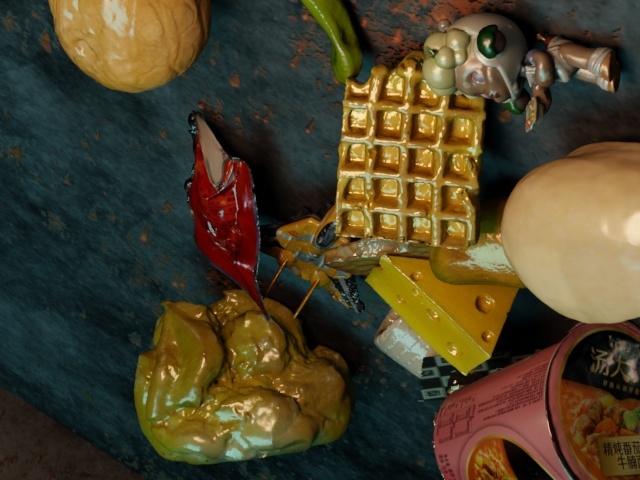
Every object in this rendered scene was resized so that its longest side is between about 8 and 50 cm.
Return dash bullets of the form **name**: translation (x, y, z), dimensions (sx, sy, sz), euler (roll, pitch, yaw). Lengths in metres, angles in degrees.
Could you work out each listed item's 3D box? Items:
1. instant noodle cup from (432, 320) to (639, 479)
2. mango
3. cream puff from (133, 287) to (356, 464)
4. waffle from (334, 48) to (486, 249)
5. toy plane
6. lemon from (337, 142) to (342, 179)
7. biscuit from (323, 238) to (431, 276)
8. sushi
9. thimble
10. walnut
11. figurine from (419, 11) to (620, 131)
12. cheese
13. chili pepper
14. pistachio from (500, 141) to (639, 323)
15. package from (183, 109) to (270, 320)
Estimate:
- **instant noodle cup**: translation (0.279, 0.233, 2.075), dimensions (0.244, 0.244, 0.255), euler (42, 144, -18)
- **mango**: translation (0.204, 0.002, 1.936), dimensions (0.165, 0.089, 0.115), euler (3, 123, 21)
- **cream puff**: translation (-0.118, 0.195, 2.557), dimensions (0.324, 0.257, 0.291), euler (-8, -174, 5)
- **waffle**: translation (0.101, -0.101, 1.834), dimensions (0.160, 0.055, 0.211), euler (7, 109, 9)
- **toy plane**: translation (0.006, -0.009, 2.186), dimensions (0.204, 0.103, 0.316), euler (32, 149, -1)
- **lemon**: translation (0.090, -0.073, 1.936), dimensions (0.155, 0.114, 0.114), euler (30, 155, 7)
- **biscuit**: translation (0.114, 0.012, 2.072), dimensions (0.228, 0.031, 0.176), euler (2, 160, 8)
- **sushi**: translation (0.226, 0.190, 2.227), dimensions (0.201, 0.031, 0.139), euler (-4, 150, 1)
- **thimble**: translation (0.129, 0.120, 2.257), dimensions (0.090, 0.102, 0.115), euler (37, 155, -3)
- **walnut**: translation (-0.211, -0.269, 1.865), dimensions (0.193, 0.193, 0.226), euler (26, 155, 16)
- **figurine**: translation (0.192, -0.168, 1.666), dimensions (0.197, 0.093, 0.147), euler (19, 163, 27)
- **cheese**: translation (0.143, 0.066, 2.082), dimensions (0.171, 0.126, 0.093), euler (26, 158, -3)
- **chili pepper**: translation (0.000, -0.246, 1.808), dimensions (0.202, 0.050, 0.052), euler (57, -174, -34)
- **pistachio**: translation (0.309, -0.006, 1.710), dimensions (0.187, 0.187, 0.299), euler (47, 156, -27)
- **package**: translation (-0.130, -0.036, 2.228), dimensions (0.269, 0.071, 0.194), euler (94, 152, -42)
